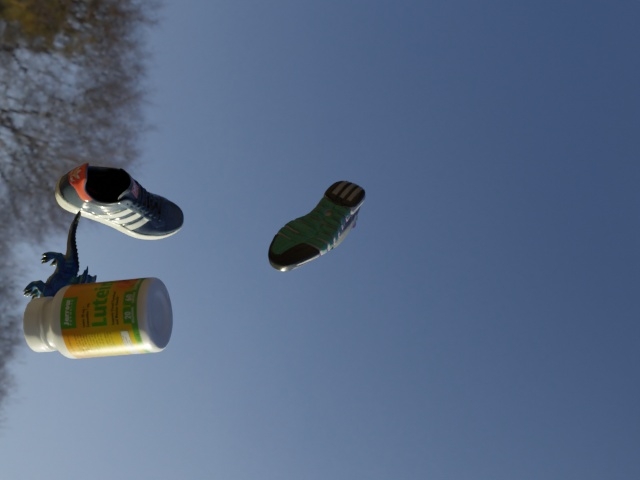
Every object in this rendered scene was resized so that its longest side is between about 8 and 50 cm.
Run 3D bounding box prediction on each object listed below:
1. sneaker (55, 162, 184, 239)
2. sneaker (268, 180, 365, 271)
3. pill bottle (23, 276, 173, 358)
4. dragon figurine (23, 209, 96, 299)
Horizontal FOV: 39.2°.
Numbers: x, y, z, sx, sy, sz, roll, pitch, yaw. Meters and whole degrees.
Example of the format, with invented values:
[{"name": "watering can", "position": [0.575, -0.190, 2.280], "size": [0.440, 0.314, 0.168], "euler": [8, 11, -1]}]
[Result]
[{"name": "sneaker", "position": [-0.473, -0.103, 2.243], "size": [0.148, 0.350, 0.131], "euler": [-33, -125, 41]}, {"name": "sneaker", "position": [0.000, 0.000, 1.444], "size": [0.083, 0.223, 0.098], "euler": [29, -40, 24]}, {"name": "pill bottle", "position": [-0.408, 0.145, 1.642], "size": [0.245, 0.136, 0.136], "euler": [-6, -117, 11]}, {"name": "dragon figurine", "position": [-0.538, 0.090, 1.937], "size": [0.085, 0.144, 0.289], "euler": [88, 27, -73]}]
